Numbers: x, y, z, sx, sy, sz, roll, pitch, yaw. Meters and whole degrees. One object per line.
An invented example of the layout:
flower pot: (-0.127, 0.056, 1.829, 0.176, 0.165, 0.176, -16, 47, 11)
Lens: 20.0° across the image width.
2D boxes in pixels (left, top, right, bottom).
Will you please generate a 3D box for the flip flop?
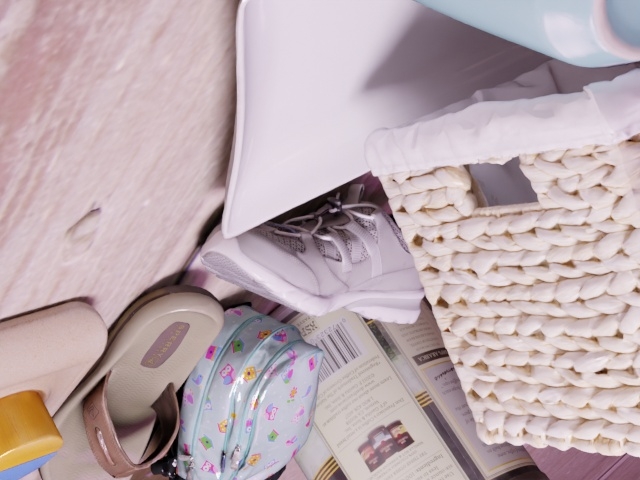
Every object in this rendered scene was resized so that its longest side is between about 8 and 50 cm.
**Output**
flip flop: (-0.163, 0.153, 1.600, 0.112, 0.080, 0.277, 8, 132, -38)

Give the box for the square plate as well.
square plate: (0.072, -0.163, 1.337, 0.344, 0.049, 0.347, -27, 159, -17)

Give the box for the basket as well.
basket: (0.271, -0.023, 1.339, 0.331, 0.266, 0.328, -23, -172, -26)

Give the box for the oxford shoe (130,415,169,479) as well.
oxford shoe: (-0.154, 0.191, 1.758, 0.227, 0.083, 0.096, -23, 149, -36)

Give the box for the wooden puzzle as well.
wooden puzzle: (-0.351, 0.208, 1.490, 0.322, 0.080, 0.348, -16, 154, -39)

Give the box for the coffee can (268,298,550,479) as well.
coffee can: (0.070, 0.183, 1.793, 0.201, 0.275, 0.201, -29, 159, -12)

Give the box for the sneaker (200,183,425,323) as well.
sneaker: (0.000, 0.000, 1.579, 0.281, 0.105, 0.115, 8, 100, -56)

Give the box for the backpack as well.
backpack: (-0.069, 0.149, 1.682, 0.152, 0.115, 0.182, -38, 145, -53)

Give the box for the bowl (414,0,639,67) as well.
bowl: (0.186, -0.229, 1.105, 0.311, 0.163, 0.312, -26, 144, -20)
